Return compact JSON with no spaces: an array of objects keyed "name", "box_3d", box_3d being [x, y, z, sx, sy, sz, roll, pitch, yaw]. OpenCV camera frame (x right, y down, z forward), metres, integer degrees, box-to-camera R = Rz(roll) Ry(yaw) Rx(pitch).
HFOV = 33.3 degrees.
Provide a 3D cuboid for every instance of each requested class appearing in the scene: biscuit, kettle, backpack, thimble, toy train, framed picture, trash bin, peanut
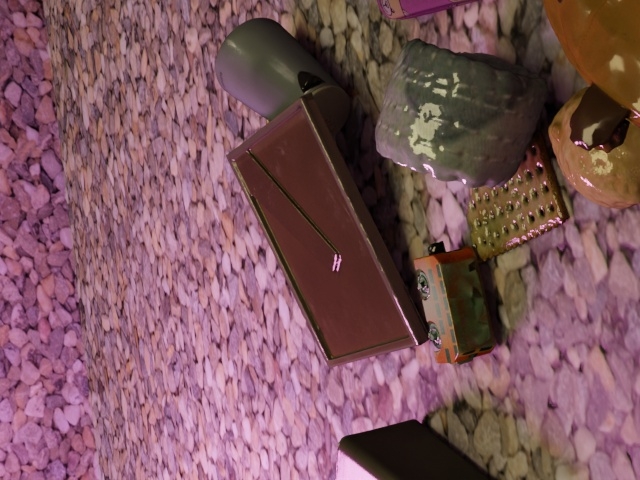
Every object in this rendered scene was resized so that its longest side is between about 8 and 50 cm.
[{"name":"biscuit","box_3d":[0.264,-0.060,1.510,0.203,0.016,0.144,-30,70,58]},{"name":"kettle","box_3d":[-0.058,-0.253,1.921,0.243,0.160,0.210,45,152,39]},{"name":"backpack","box_3d":[0.367,-0.272,1.101,0.378,0.201,0.353,49,132,40]},{"name":"thimble","box_3d":[0.183,-0.165,1.424,0.250,0.205,0.171,-89,15,-76]},{"name":"toy train","box_3d":[0.196,0.093,1.590,0.099,0.072,0.188,162,96,-72]},{"name":"framed picture","box_3d":[0.000,0.000,1.854,0.326,0.028,0.446,-25,90,60]},{"name":"trash bin","box_3d":[0.157,0.392,1.657,0.240,0.164,0.122,27,120,52]},{"name":"peanut","box_3d":[0.340,-0.113,1.270,0.159,0.109,0.140,28,106,51]}]

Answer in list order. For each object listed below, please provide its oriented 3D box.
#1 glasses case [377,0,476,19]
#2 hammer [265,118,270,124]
[{"name":"glasses case","box_3d":[0.173,-0.394,1.533,0.316,0.076,0.123,2,98,60]},{"name":"hammer","box_3d":[-0.108,-0.208,2.098,0.028,0.060,0.195,11,110,59]}]
